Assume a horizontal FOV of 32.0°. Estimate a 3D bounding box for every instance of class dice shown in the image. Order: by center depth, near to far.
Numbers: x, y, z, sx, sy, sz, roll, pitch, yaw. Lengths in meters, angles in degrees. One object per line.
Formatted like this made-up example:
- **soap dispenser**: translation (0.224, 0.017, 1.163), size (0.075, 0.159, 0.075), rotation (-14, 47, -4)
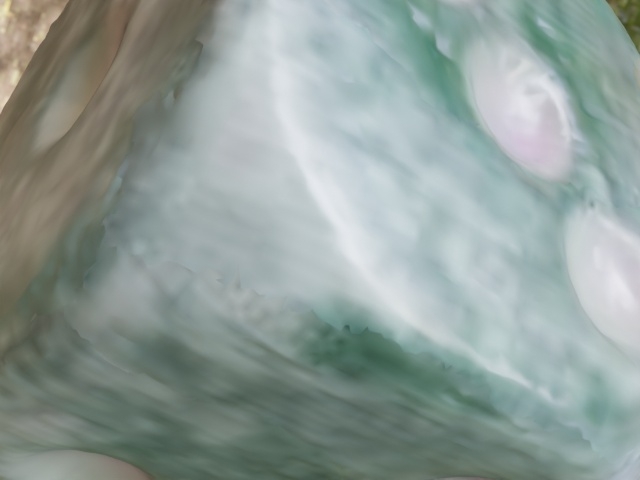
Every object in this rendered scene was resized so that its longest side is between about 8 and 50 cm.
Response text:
- **dice**: translation (0.000, 0.000, 0.655), size (0.330, 0.348, 0.328), rotation (-30, -140, 42)
